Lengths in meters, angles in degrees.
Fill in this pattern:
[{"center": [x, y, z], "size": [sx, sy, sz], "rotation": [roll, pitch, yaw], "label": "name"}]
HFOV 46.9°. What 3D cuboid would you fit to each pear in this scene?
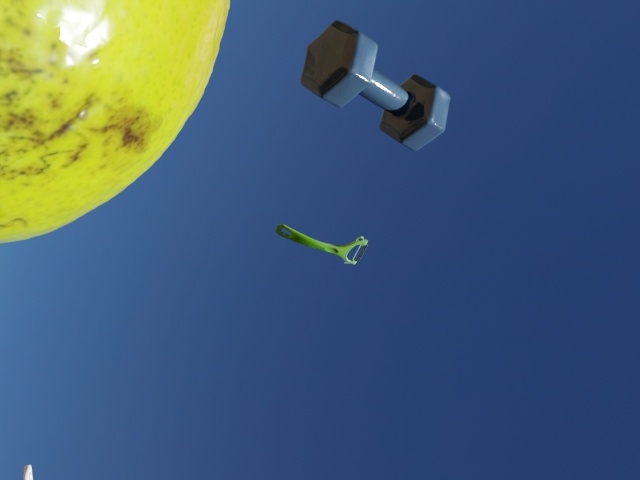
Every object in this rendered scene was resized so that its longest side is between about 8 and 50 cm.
[{"center": [-0.238, -0.199, 0.501], "size": [0.391, 0.391, 0.391], "rotation": [-31, -133, 40], "label": "pear"}]

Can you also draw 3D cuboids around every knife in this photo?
[{"center": [0.000, 0.002, 1.331], "size": [0.023, 0.166, 0.078], "rotation": [-84, -166, -47], "label": "knife"}]

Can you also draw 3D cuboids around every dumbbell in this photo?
[{"center": [0.114, -0.299, 1.457], "size": [0.160, 0.324, 0.144], "rotation": [-33, -127, 33], "label": "dumbbell"}]

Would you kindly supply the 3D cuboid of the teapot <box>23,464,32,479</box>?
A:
[{"center": [-0.641, 0.596, 1.611], "size": [0.092, 0.145, 0.226], "rotation": [-125, -137, -64], "label": "teapot"}]
